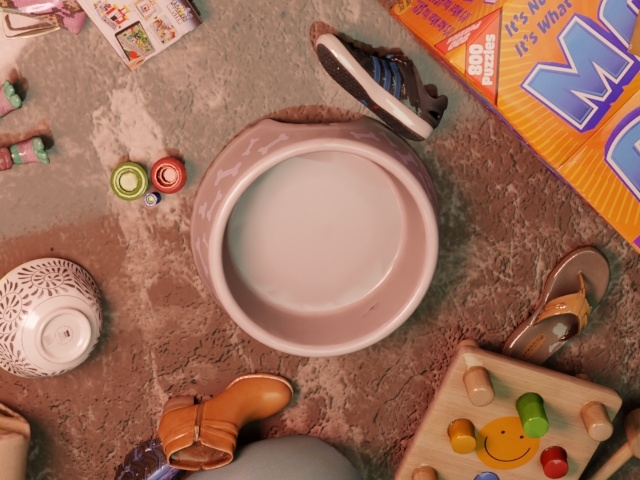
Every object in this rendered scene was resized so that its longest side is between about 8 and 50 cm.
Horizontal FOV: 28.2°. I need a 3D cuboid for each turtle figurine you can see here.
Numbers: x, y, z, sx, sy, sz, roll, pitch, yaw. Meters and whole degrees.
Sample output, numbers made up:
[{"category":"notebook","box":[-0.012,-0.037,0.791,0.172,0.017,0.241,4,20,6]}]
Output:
[{"category":"turtle figurine","box":[-0.472,-0.100,1.602,0.234,0.118,0.175,-29,126,-13]}]

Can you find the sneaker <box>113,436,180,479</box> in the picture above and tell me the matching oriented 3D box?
[{"category":"sneaker","box":[-0.258,0.368,1.824,0.087,0.083,0.221,33,107,-31]}]

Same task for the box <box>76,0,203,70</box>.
[{"category":"box","box":[-0.241,-0.312,1.552,0.114,0.036,0.207,-34,137,1]}]

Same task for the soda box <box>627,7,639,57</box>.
[{"category":"soda box","box":[0.378,-0.271,1.311,0.061,0.058,0.181,10,107,-11]}]

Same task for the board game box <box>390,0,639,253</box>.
[{"category":"board game box","box":[0.358,-0.258,1.534,0.356,0.356,0.356,42,99,-19]}]

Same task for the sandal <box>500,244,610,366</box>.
[{"category":"sandal","box":[0.340,0.108,1.818,0.090,0.060,0.219,35,101,-18]}]

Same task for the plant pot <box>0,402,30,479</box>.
[{"category":"plant pot","box":[-0.521,0.367,1.672,0.334,0.334,0.305,13,96,-12]}]

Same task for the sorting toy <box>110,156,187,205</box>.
[{"category":"sorting toy","box":[-0.224,-0.077,1.689,0.102,0.042,0.061,-7,95,7]}]

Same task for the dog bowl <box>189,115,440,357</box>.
[{"category":"dog bowl","box":[0.000,0.000,1.711,0.349,0.102,0.349,-2,109,-7]}]

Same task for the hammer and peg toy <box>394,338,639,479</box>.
[{"category":"hammer and peg toy","box":[0.313,0.307,1.828,0.361,0.127,0.266,18,115,-13]}]

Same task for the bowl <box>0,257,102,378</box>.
[{"category":"bowl","box":[-0.352,0.114,1.679,0.170,0.080,0.170,-10,109,-31]}]

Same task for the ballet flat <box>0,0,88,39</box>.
[{"category":"ballet flat","box":[-0.397,-0.288,1.571,0.221,0.077,0.079,5,112,-14]}]

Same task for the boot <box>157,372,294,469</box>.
[{"category":"boot","box":[-0.125,0.256,1.754,0.197,0.152,0.073,-15,110,-3]}]

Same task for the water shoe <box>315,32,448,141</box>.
[{"category":"water shoe","box":[0.080,-0.217,1.674,0.203,0.073,0.080,40,78,-23]}]

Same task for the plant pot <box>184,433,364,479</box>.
[{"category":"plant pot","box":[-0.042,0.386,1.772,0.195,0.290,0.290,-45,113,-28]}]
